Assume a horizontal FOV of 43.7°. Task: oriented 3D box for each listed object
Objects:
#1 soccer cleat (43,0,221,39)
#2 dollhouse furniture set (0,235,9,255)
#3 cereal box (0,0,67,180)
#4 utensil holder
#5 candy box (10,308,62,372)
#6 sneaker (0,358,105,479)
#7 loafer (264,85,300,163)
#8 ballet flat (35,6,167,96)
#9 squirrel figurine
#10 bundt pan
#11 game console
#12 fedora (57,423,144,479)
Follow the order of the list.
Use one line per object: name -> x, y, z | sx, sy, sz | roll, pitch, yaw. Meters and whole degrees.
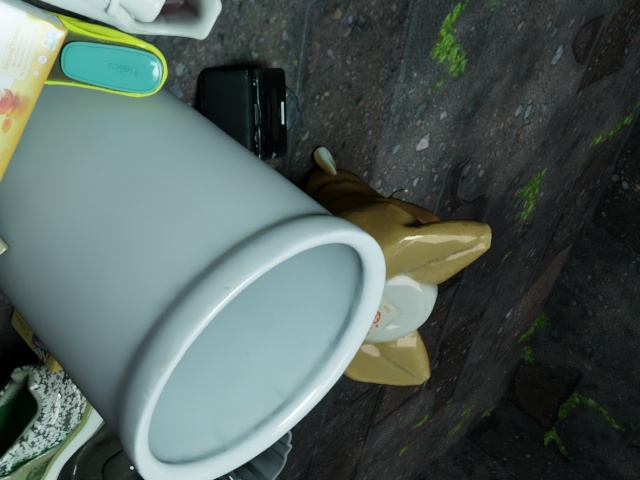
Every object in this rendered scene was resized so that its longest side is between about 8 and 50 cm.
soccer cleat -> -0.224, -0.268, 0.738 | 0.331, 0.143, 0.116 | 1, 123, -55
dollhouse furniture set -> -0.381, 0.024, 0.720 | 0.151, 0.144, 0.123 | -39, -170, -7
cereal box -> -0.367, -0.160, 0.689 | 0.240, 0.047, 0.173 | 16, 111, -40
utensil holder -> -0.176, 0.022, 0.894 | 0.327, 0.385, 0.328 | -35, 147, -27
candy box -> -0.309, 0.108, 1.093 | 0.186, 0.109, 0.053 | -10, 132, -52
sneaker -> -0.445, 0.309, 1.076 | 0.410, 0.158, 0.182 | -61, 160, 2
loafer -> -0.106, -0.124, 1.145 | 0.223, 0.076, 0.078 | -52, 143, -5
ballet flat -> -0.271, -0.197, 0.807 | 0.231, 0.077, 0.077 | 10, 114, -22
squirrel figurine -> 0.000, 0.000, 1.222 | 0.397, 0.370, 0.281 | 1, 123, -16
bundt pan -> -0.218, 0.466, 1.626 | 0.331, 0.124, 0.331 | -35, 149, -26
game console -> -0.102, -0.171, 1.080 | 0.107, 0.071, 0.122 | -22, 114, -57
fedora -> -0.314, 0.356, 1.266 | 0.275, 0.244, 0.124 | -41, 170, 2
